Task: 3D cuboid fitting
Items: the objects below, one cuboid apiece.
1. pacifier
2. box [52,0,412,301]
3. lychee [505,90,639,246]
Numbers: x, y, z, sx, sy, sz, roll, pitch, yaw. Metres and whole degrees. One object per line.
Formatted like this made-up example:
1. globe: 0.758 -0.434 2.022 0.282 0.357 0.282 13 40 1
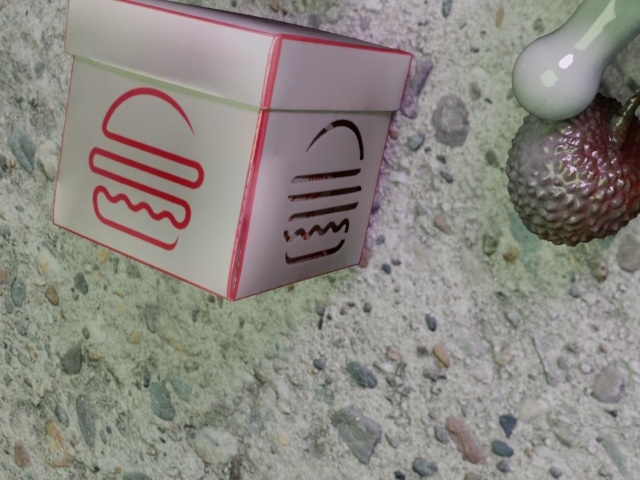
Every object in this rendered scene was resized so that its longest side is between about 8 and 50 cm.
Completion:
1. pacifier: 0.280 -0.215 0.828 0.299 0.244 0.233 45 114 9
2. box: -0.112 -0.130 1.078 0.312 0.314 0.300 21 107 28
3. lychee: 0.284 -0.083 0.924 0.165 0.165 0.197 54 143 13
